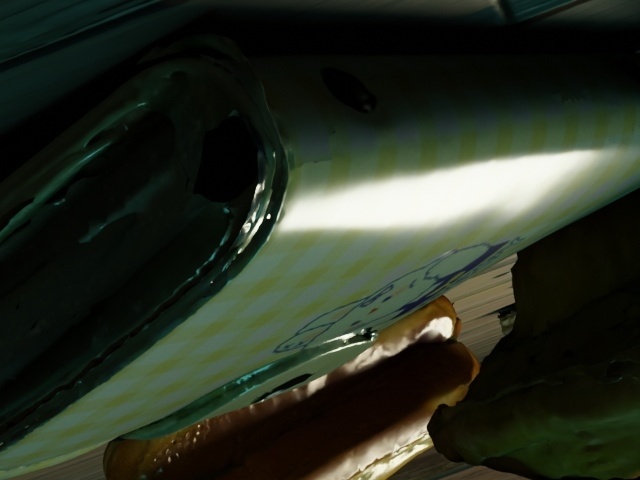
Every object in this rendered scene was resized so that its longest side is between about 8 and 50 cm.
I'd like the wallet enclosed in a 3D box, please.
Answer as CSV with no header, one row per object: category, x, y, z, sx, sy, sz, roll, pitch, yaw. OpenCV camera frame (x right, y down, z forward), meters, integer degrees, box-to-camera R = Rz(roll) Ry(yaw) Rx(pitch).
wallet,0.000,0.000,0.604,0.223,0.077,0.309,-38,163,32

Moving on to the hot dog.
hot dog,-0.009,0.134,1.221,0.337,0.135,0.100,-26,174,-33

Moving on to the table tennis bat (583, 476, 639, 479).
table tennis bat,0.226,0.152,1.022,0.414,0.051,0.268,-11,174,-18

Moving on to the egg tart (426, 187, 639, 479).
egg tart,0.261,0.021,0.969,0.443,0.178,0.443,-16,173,-2

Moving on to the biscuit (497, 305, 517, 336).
biscuit,0.336,0.056,1.861,0.250,0.046,0.147,-25,169,36
